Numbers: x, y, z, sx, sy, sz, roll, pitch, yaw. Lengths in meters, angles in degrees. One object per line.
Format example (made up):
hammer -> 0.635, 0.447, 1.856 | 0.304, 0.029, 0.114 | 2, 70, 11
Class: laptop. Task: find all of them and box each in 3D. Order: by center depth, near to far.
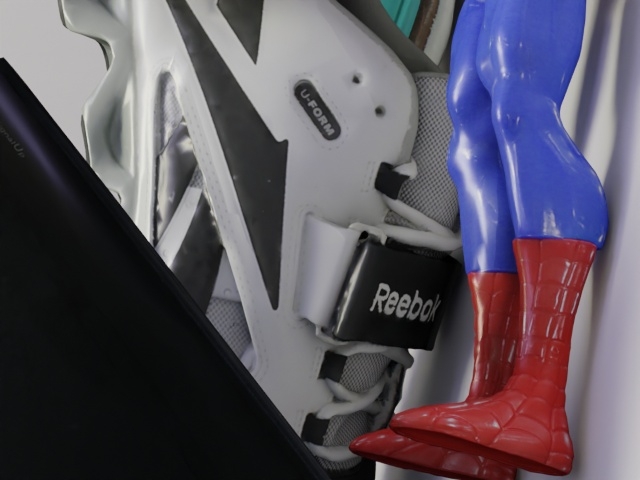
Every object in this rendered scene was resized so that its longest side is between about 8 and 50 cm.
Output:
laptop -> -0.048, 0.104, 0.475 | 0.136, 0.234, 0.264 | -38, -15, -1

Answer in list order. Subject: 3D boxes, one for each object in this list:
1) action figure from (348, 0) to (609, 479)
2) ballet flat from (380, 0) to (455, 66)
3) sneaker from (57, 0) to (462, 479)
action figure -> 0.025, -0.084, 0.428 | 0.091, 0.139, 0.280 | 130, 154, -73
ballet flat -> 0.012, -0.208, 0.742 | 0.139, 0.139, 0.400 | 129, 138, -75
sneaker -> 0.000, 0.000, 0.545 | 0.122, 0.146, 0.331 | -6, -94, -69
